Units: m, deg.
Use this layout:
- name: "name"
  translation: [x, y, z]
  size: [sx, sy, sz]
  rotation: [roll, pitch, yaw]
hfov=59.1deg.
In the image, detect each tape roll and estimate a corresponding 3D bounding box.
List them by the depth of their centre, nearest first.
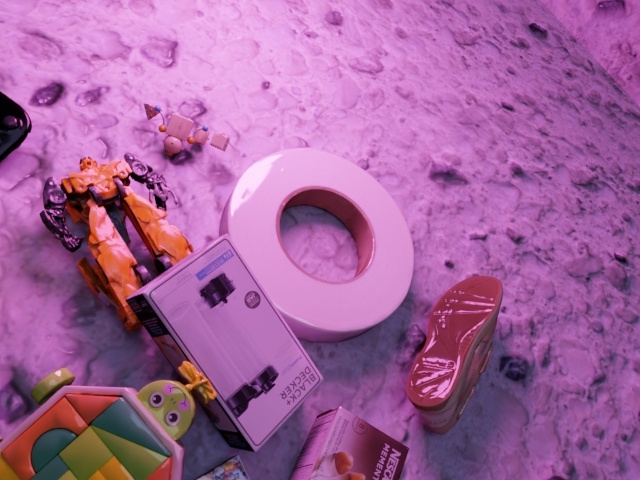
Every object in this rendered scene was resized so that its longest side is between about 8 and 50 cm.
- name: "tape roll"
  translation: [0.000, 0.000, 1.090]
  size: [0.391, 0.072, 0.392]
  rotation: [11, 61, -20]

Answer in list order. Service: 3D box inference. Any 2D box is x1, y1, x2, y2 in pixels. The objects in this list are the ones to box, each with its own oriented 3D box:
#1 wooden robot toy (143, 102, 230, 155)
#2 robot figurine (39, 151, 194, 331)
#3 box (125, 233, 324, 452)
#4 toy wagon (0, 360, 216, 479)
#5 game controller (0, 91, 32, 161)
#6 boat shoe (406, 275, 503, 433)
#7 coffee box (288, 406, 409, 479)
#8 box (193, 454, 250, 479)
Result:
- name: "wooden robot toy"
  translation: [-0.267, -0.196, 1.083]
  size: [0.173, 0.076, 0.079]
  rotation: [22, 92, -15]
- name: "robot figurine"
  translation: [-0.321, -0.008, 0.928]
  size: [0.211, 0.085, 0.291]
  rotation: [-26, 78, -35]
- name: "box"
  translation: [-0.141, 0.157, 0.877]
  size: [0.169, 0.087, 0.290]
  rotation: [-38, 102, -36]
- name: "toy wagon"
  translation: [-0.286, 0.291, 0.725]
  size: [0.344, 0.068, 0.267]
  rotation: [-42, 83, -11]
- name: "game controller"
  translation: [-0.637, -0.228, 0.902]
  size: [0.319, 0.067, 0.166]
  rotation: [36, 54, -4]
- name: "boat shoe"
  translation: [0.269, 0.209, 1.097]
  size: [0.341, 0.121, 0.110]
  rotation: [-51, 129, -33]
- name: "coffee box"
  translation: [0.021, 0.404, 0.865]
  size: [0.141, 0.098, 0.247]
  rotation: [34, 55, -6]
- name: "box"
  translation: [-0.184, 0.409, 0.801]
  size: [0.207, 0.036, 0.114]
  rotation: [-22, 75, -33]
